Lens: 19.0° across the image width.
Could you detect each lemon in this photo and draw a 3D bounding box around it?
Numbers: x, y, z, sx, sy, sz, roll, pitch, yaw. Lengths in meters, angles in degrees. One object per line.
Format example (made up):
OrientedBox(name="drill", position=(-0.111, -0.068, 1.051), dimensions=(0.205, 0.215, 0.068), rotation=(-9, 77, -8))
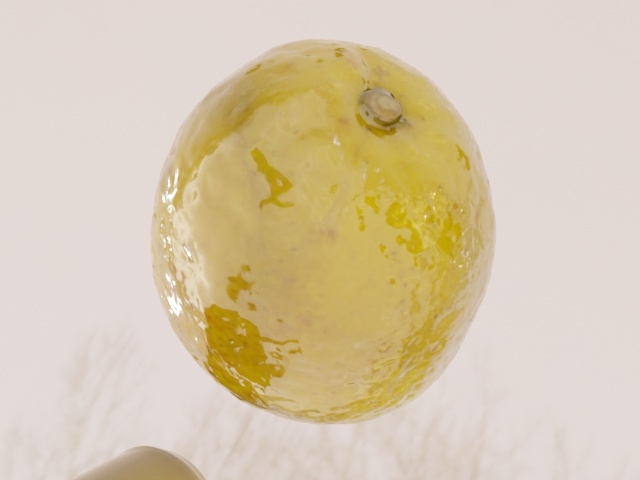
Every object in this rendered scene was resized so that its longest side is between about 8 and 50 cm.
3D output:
OrientedBox(name="lemon", position=(0.000, 0.000, 0.941), dimensions=(0.170, 0.170, 0.207), rotation=(22, -48, 8))

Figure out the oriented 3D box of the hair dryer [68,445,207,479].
OrientedBox(name="hair dryer", position=(-0.165, 0.249, 1.160), dimensions=(0.090, 0.135, 0.279), rotation=(39, -56, 18))
